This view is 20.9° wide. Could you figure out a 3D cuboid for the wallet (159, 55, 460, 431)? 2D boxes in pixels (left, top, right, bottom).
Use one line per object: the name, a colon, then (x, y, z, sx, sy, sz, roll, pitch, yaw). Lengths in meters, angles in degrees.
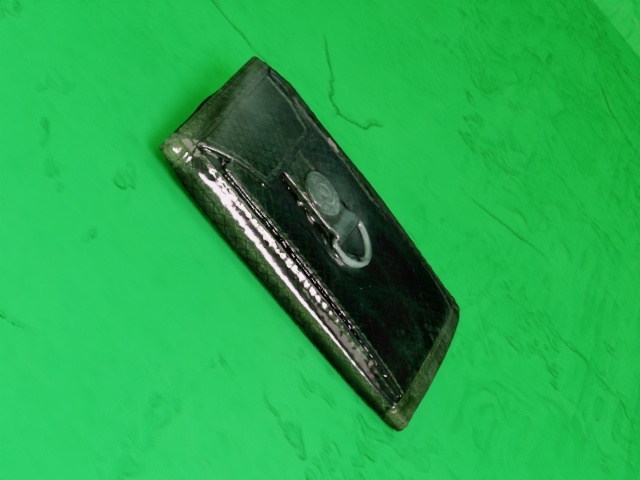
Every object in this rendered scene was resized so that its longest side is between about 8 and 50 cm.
wallet: (0.002, -0.001, 1.124, 0.236, 0.055, 0.160, 49, 29, -8)
